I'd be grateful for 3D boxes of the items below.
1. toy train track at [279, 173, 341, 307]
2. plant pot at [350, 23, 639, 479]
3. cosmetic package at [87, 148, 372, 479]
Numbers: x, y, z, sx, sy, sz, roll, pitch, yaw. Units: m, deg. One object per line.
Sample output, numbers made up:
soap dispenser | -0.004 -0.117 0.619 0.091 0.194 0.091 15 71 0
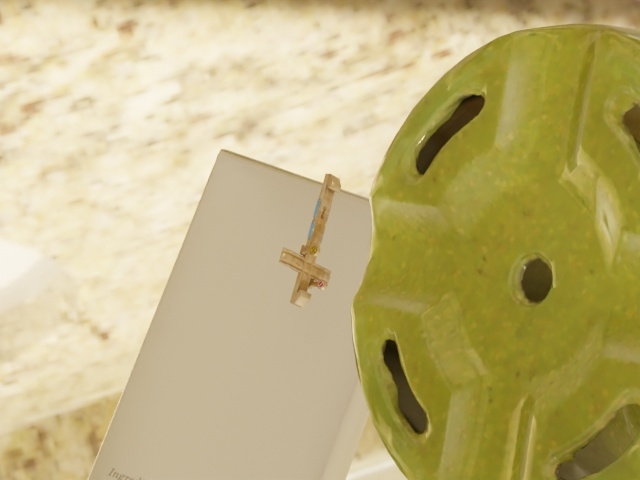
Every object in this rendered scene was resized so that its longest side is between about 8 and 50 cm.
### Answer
toy train track | 0.000 0.000 0.849 0.014 0.083 0.048 4 164 40
plant pot | 0.162 0.027 0.557 0.254 0.276 0.276 10 148 -38
cosmetic package | -0.060 0.146 0.992 0.155 0.365 0.197 20 168 10
